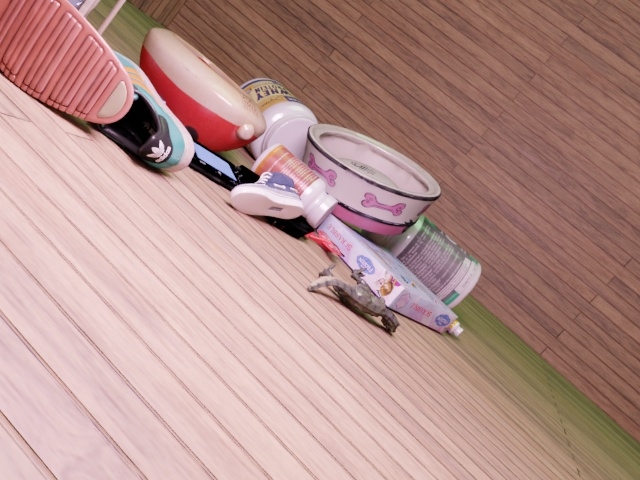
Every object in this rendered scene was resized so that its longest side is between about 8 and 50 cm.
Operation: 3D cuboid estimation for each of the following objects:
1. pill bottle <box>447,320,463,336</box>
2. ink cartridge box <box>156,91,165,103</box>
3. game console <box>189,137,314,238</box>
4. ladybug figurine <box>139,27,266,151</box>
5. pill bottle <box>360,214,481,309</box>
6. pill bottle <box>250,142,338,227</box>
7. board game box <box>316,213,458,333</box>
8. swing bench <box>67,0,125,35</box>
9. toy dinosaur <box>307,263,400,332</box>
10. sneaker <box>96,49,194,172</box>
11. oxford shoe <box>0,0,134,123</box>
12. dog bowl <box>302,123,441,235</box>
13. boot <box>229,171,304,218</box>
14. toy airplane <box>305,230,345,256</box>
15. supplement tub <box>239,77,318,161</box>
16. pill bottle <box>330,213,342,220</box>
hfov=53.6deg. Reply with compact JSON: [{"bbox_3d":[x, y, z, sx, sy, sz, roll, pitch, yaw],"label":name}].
[{"bbox_3d":[0.367,0.237,1.809,0.083,0.043,0.043,43,10,16],"label":"pill bottle"},{"bbox_3d":[-0.431,-0.334,1.271,0.165,0.065,0.332,46,10,36],"label":"ink cartridge box"},{"bbox_3d":[-0.172,-0.124,1.367,0.361,0.044,0.213,30,14,-46],"label":"game console"},{"bbox_3d":[-0.305,-0.357,1.560,0.305,0.162,0.449,29,14,-51],"label":"ladybug figurine"},{"bbox_3d":[0.310,0.041,2.002,0.361,0.204,0.204,39,9,-7],"label":"pill bottle"},{"bbox_3d":[-0.065,-0.135,1.599,0.216,0.121,0.121,42,9,7],"label":"pill bottle"},{"bbox_3d":[0.178,0.091,1.674,0.318,0.066,0.319,29,14,-49],"label":"board game box"},{"bbox_3d":[-0.553,-0.585,1.364,0.254,0.253,0.165,29,15,-48],"label":"swing bench"},{"bbox_3d":[0.061,0.095,1.223,0.268,0.064,0.118,29,21,-37],"label":"toy dinosaur"},{"bbox_3d":[-0.336,-0.239,1.052,0.302,0.108,0.121,44,6,14],"label":"sneaker"},{"bbox_3d":[-0.442,-0.324,0.953,0.397,0.140,0.146,40,4,-9],"label":"oxford shoe"},{"bbox_3d":[0.123,-0.166,1.770,0.407,0.150,0.408,22,24,-10],"label":"dog bowl"},{"bbox_3d":[-0.116,-0.100,1.278,0.190,0.069,0.086,14,49,-51],"label":"boot"},{"bbox_3d":[0.000,0.000,1.512,0.151,0.028,0.151,38,8,-6],"label":"toy airplane"},{"bbox_3d":[-0.142,-0.357,2.001,0.228,0.228,0.316,31,12,-43],"label":"supplement tub"},{"bbox_3d":[0.053,-0.151,2.070,0.146,0.146,0.264,46,10,33],"label":"pill bottle"}]
